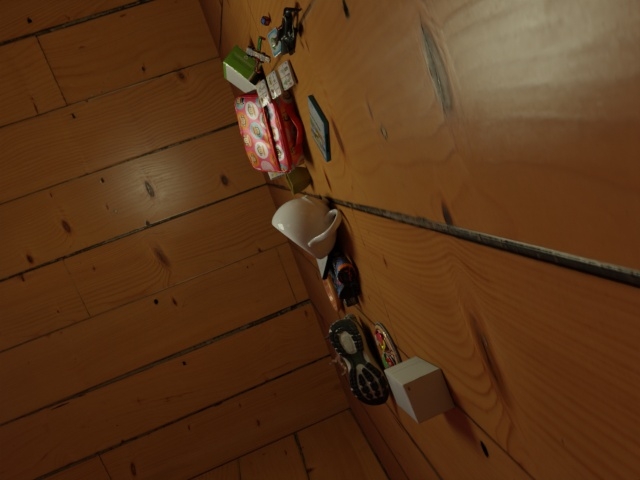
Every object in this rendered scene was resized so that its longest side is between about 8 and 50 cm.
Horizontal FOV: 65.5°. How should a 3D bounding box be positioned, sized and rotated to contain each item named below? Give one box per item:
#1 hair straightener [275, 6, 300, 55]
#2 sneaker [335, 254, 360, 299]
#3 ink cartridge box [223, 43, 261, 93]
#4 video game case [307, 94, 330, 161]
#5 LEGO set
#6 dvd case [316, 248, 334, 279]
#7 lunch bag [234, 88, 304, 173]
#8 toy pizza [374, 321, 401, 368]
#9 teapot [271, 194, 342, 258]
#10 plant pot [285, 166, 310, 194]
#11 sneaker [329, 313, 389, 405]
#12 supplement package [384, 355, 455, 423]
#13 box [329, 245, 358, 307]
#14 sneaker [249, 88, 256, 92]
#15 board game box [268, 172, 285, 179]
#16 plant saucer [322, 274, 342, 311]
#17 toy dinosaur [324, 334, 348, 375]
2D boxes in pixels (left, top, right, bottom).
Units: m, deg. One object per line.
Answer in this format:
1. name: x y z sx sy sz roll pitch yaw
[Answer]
1. hair straightener: -0.074 -0.536 1.303 0.230 0.047 0.089 174 75 -77
2. sneaker: 0.096 0.136 1.800 0.221 0.083 0.087 86 175 -48
3. ink cartridge box: -0.277 -0.675 2.094 0.255 0.097 0.189 35 174 -7
4. video game case: -0.003 -0.323 1.446 0.166 0.015 0.119 84 162 -60
5. LEGO set: -0.158 -0.576 1.589 0.183 0.060 0.244 -19 89 49
6. dvd case: 0.000 0.000 1.933 0.180 0.022 0.253 102 158 -48
7. lunch bag: -0.164 -0.387 1.767 0.258 0.120 0.293 12 126 40
8. toy pizza: 0.223 0.373 1.680 0.201 0.032 0.201 158 90 -82
9. teapot: -0.030 -0.067 1.727 0.256 0.187 0.252 38 180 20
10. plant pot: -0.084 -0.239 1.925 0.081 0.083 0.081 87 160 -68
11. sneaker: 0.180 0.469 2.011 0.410 0.158 0.182 68 -157 -10
12. supplement package: 0.249 0.378 1.278 0.179 0.105 0.105 154 95 -82
13. box: 0.074 0.130 1.955 0.175 0.051 0.220 -131 22 -67
14. sneaker: -0.246 -0.527 2.112 0.297 0.111 0.129 69 -177 -56
15. board game box: -0.214 -0.372 2.357 0.026 0.104 0.154 101 146 -75
16. plant saucer: 0.058 0.246 2.396 0.200 0.037 0.199 159 90 -82
17. toy dinosaur: 0.112 0.573 2.614 0.296 0.127 0.200 -152 48 -69
